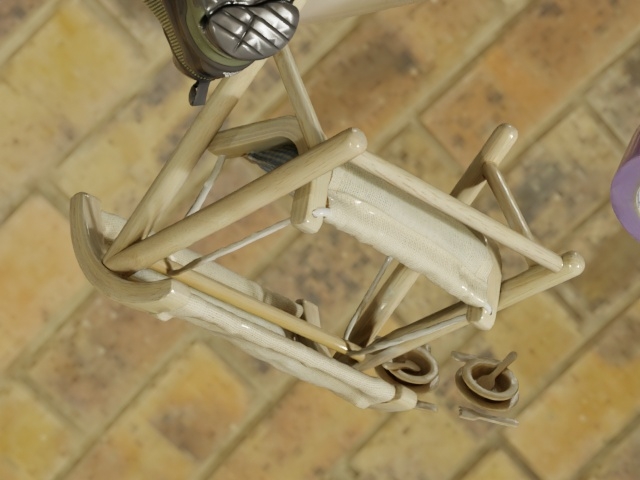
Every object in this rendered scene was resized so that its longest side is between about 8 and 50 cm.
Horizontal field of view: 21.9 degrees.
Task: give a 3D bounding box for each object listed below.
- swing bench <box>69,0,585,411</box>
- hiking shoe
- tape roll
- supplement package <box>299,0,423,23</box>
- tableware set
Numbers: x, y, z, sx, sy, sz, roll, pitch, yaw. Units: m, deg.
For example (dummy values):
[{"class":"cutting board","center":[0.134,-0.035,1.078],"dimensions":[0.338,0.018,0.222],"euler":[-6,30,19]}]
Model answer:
[{"class":"swing bench","center":[0.000,0.000,1.189],"dimensions":[0.255,0.253,0.165],"euler":[-43,-136,24]},{"class":"hiking shoe","center":[-0.090,-0.196,0.967],"dimensions":[0.086,0.227,0.114],"euler":[-5,165,-34]},{"class":"tape roll","center":[0.440,-0.061,1.925],"dimensions":[0.189,0.189,0.080],"euler":[-19,-148,47]},{"class":"supplement package","center":[-0.006,-0.300,1.521],"dimensions":[0.177,0.175,0.293],"euler":[-8,-177,25]},{"class":"tableware set","center":[0.164,0.165,2.090],"dimensions":[0.128,0.194,0.039],"euler":[-93,-162,-53]}]
